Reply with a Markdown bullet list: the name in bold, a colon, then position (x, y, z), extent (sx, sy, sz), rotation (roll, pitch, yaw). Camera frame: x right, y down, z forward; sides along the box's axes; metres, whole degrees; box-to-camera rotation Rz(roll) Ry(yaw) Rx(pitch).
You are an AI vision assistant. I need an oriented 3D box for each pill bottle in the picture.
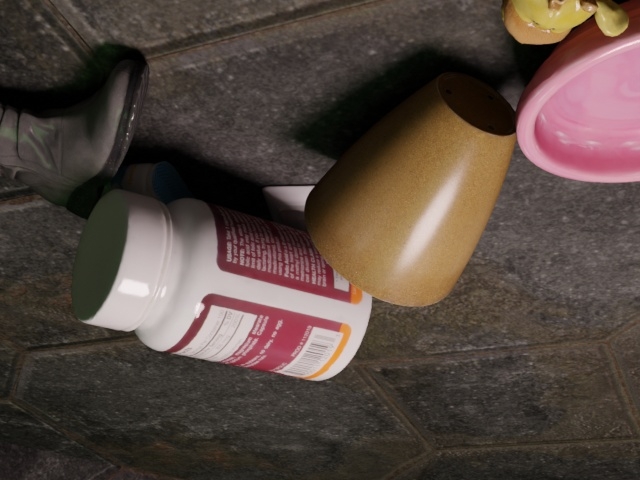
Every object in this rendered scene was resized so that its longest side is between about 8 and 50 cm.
- **pill bottle**: position (-0.141, 0.066, 1.361), extent (0.392, 0.224, 0.224), rotation (17, 147, -32)

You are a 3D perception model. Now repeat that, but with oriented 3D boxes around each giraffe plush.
- **giraffe plush**: position (0.234, -0.267, 0.925), extent (0.182, 0.170, 0.210), rotation (1, 147, 9)

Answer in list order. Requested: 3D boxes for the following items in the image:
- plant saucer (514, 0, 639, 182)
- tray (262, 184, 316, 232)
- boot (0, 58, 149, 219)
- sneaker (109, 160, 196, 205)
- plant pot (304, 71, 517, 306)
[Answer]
- **plant saucer**: position (0.389, -0.178, 1.077), extent (0.332, 0.084, 0.332), rotation (-4, 156, -2)
- **tray**: position (0.000, 0.000, 1.519), extent (0.145, 0.030, 0.270), rotation (0, 147, 12)
- **boot**: position (-0.377, -0.156, 1.273), extent (0.223, 0.118, 0.338), rotation (24, 140, -16)
- **sneaker**: position (-0.247, -0.040, 1.461), extent (0.092, 0.087, 0.228), rotation (2, 141, 20)
- **plant pot**: position (0.137, -0.086, 1.213), extent (0.237, 0.237, 0.254), rotation (18, 131, -17)
